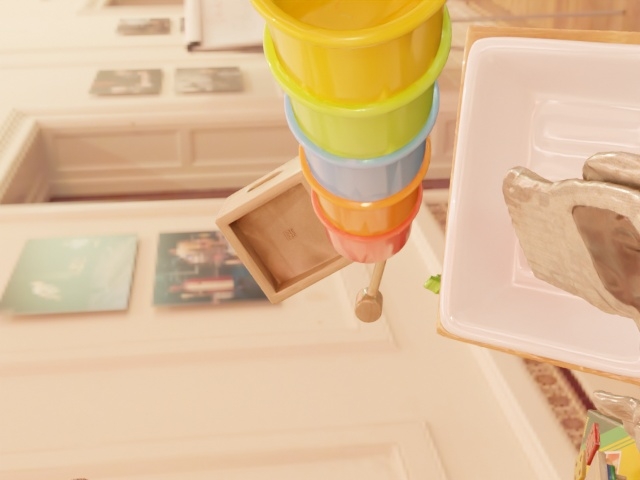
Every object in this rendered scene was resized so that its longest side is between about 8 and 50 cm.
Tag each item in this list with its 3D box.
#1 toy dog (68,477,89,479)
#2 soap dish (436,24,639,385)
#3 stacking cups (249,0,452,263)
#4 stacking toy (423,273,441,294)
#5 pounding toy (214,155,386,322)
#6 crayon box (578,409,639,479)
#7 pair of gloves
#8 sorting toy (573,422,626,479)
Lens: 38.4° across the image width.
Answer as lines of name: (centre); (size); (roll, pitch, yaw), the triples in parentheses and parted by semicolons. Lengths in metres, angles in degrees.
toy dog: (-0.263, 0.312, 0.900); (0.220, 0.334, 0.160); (-54, -12, -81)
soap dish: (0.229, -0.035, 0.807); (0.118, 0.229, 0.290); (-13, -70, -57)
stacking cups: (0.026, -0.060, 0.518); (0.316, 0.096, 0.096); (77, -173, -66)
stacking toy: (0.263, 0.027, 1.197); (0.167, 0.221, 0.052); (-53, 44, 27)
pounding toy: (0.011, 0.000, 1.105); (0.206, 0.181, 0.094); (56, -163, -16)
crayon box: (0.482, 0.470, 1.393); (0.313, 0.106, 0.362); (-177, 98, -82)
pair of gloves: (0.178, 0.065, 0.451); (0.240, 0.042, 0.204); (64, 174, -7)
sorting toy: (0.397, 0.386, 1.295); (0.274, 0.046, 0.132); (-70, -9, -58)
